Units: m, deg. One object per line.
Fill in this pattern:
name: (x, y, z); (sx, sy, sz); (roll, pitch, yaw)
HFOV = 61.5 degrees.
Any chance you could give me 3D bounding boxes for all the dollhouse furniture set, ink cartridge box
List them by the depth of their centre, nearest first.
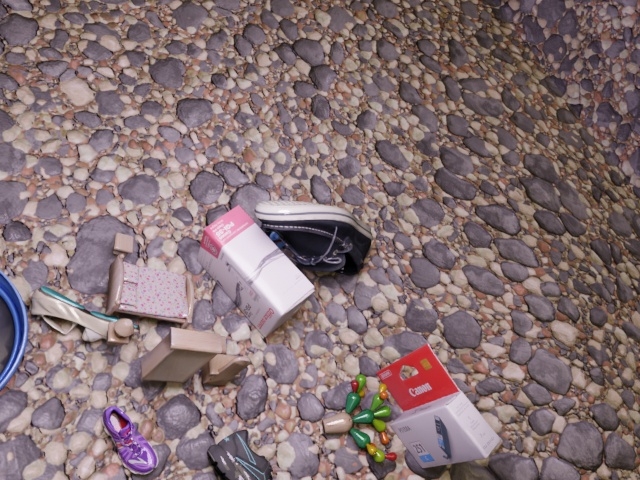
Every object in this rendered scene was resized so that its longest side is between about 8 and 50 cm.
dollhouse furniture set: (-0.320, 0.132, 1.265); (0.303, 0.174, 0.355); (17, 47, -35)
ink cartridge box: (0.251, 0.410, 1.295); (0.066, 0.296, 0.261); (-31, 78, -30)
ink cartridge box: (-0.169, 0.083, 1.355); (0.117, 0.207, 0.283); (-38, 81, -30)

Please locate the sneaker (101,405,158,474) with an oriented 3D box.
sneaker: (-0.418, 0.433, 1.164); (0.068, 0.071, 0.170); (-38, 82, -31)

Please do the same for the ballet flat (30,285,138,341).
ballet flat: (-0.550, 0.188, 1.245); (0.248, 0.086, 0.086); (25, 58, -6)

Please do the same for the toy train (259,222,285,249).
toy train: (-0.097, -0.029, 1.500); (0.184, 0.105, 0.080); (-17, 59, -28)

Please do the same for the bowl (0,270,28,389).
bowl: (-0.828, 0.207, 1.122); (0.391, 0.077, 0.391); (9, 61, -17)

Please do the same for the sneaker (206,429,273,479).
sneaker: (-0.139, 0.547, 1.194); (0.106, 0.101, 0.267); (-31, 78, -33)

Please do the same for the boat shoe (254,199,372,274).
boat shoe: (0.000, 0.000, 1.360); (0.187, 0.500, 0.156); (7, 83, 25)

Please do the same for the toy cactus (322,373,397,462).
toy cactus: (0.097, 0.450, 1.342); (0.181, 0.112, 0.219); (-8, 76, -14)
